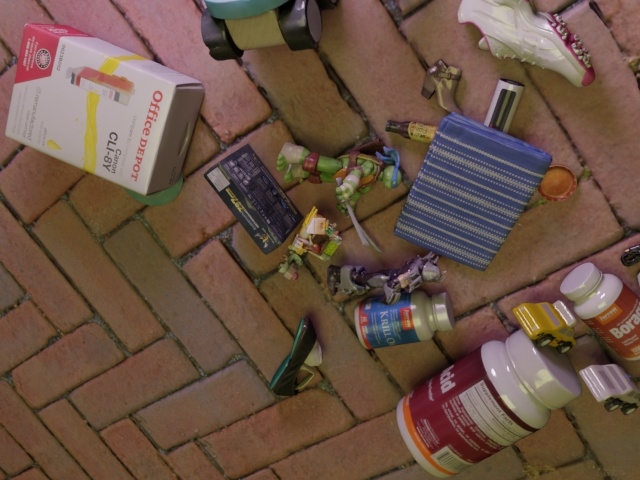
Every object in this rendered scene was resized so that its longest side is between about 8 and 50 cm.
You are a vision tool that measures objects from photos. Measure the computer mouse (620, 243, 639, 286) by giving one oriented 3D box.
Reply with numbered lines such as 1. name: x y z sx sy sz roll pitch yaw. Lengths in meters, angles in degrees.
1. computer mouse: 0.737 0.092 1.355 0.106 0.042 0.192 -22 104 21

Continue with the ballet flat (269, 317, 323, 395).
1. ballet flat: -0.050 0.315 1.649 0.096 0.095 0.280 22 127 -5

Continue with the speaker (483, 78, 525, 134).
1. speaker: 0.379 -0.266 1.302 0.055 0.055 0.136 18 116 8

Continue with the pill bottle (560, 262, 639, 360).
1. pill bottle: 0.639 0.153 1.363 0.216 0.121 0.121 41 116 -4

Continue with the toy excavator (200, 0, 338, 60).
1. toy excavator: -0.122 -0.636 1.175 0.223 0.432 0.445 0 139 20

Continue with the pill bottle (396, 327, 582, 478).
1. pill bottle: 0.392 0.378 1.470 0.224 0.224 0.392 46 116 -6

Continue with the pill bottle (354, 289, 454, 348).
1. pill bottle: 0.204 0.188 1.500 0.222 0.124 0.124 -13 107 20

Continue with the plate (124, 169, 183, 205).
1. plate: -0.443 -0.174 1.589 0.188 0.024 0.188 6 114 14

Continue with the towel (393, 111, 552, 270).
1. towel: 0.324 -0.098 1.370 0.243 0.040 0.335 23 129 4

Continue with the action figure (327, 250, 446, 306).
1. action figure: 0.163 0.089 1.450 0.285 0.185 0.099 -5 97 35

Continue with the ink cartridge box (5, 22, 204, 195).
1. ink cartridge box: -0.507 -0.309 1.461 0.385 0.160 0.279 23 109 6

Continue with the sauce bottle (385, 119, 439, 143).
1. sauce bottle: 0.208 -0.240 1.368 0.128 0.042 0.042 12 114 9

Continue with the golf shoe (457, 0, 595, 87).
1. golf shoe: 0.403 -0.399 1.222 0.306 0.115 0.140 46 127 1

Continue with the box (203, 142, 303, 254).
1. box: -0.150 -0.100 1.447 0.059 0.183 0.232 -32 101 25

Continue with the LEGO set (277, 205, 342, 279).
1. LEGO set: 0.000 0.000 1.460 0.107 0.132 0.287 30 149 -7

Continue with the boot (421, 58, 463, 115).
1. boot: 0.274 -0.324 1.316 0.119 0.042 0.087 32 114 1

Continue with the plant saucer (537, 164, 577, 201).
1. plant saucer: 0.511 -0.125 1.346 0.084 0.013 0.083 6 114 13

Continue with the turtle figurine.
1. turtle figurine: 0.031 -0.104 1.390 0.267 0.198 0.274 18 112 13

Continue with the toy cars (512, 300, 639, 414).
1. toy cars: 0.595 0.252 1.386 0.394 0.176 0.087 43 116 -4
